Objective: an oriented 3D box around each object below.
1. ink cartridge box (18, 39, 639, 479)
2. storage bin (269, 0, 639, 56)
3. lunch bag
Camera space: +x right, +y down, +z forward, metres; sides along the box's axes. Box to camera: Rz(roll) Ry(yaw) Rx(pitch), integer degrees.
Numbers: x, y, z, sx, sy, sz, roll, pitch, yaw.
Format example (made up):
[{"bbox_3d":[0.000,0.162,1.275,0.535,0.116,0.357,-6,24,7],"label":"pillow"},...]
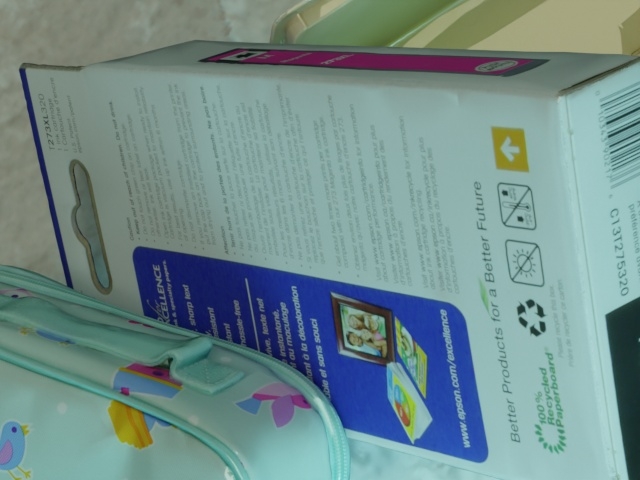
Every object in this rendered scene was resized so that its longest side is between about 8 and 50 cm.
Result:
[{"bbox_3d":[0.000,0.000,0.852,0.371,0.069,0.176,7,114,45],"label":"ink cartridge box"},{"bbox_3d":[0.145,-0.050,0.900,0.260,0.123,0.262,-32,80,5],"label":"storage bin"},{"bbox_3d":[-0.116,0.135,0.883,0.279,0.108,0.224,17,106,28],"label":"lunch bag"}]
